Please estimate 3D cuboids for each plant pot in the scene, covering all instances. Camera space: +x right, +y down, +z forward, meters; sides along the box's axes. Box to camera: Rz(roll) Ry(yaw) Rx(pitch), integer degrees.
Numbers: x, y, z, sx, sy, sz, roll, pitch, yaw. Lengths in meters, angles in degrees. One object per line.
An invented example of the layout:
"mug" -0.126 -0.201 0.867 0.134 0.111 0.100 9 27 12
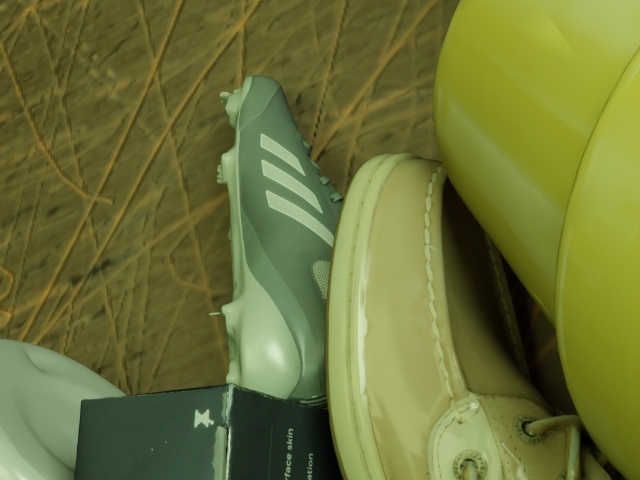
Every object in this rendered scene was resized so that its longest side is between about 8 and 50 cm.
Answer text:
"plant pot" 0.170 -0.029 0.640 0.254 0.254 0.239 -58 36 9

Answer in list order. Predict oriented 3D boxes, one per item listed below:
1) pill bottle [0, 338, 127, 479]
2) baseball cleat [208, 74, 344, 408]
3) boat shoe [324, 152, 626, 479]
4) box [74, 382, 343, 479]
"pill bottle" -0.199 0.203 0.890 0.283 0.160 0.160 -51 53 14
"baseball cleat" 0.000 0.000 0.866 0.109 0.072 0.206 -2 55 0
"boat shoe" 0.087 0.120 0.733 0.110 0.121 0.341 -16 78 28
"box" -0.030 0.155 0.777 0.093 0.158 0.156 -7 72 36
